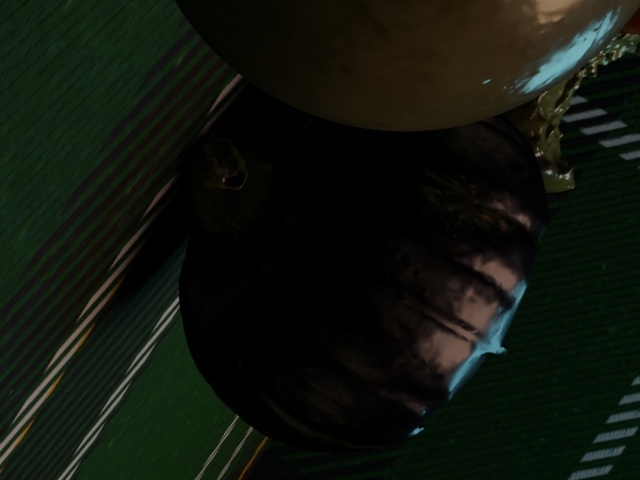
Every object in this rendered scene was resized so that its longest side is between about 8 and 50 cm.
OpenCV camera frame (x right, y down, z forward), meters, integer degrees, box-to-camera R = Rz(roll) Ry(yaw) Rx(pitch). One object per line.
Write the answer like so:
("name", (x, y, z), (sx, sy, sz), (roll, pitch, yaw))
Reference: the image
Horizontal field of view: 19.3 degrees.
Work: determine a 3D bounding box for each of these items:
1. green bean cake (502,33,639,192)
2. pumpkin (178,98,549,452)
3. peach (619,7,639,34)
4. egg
("green bean cake", (0.225, -0.196, 1.988), (0.236, 0.233, 0.124), (-57, 168, 1))
("pumpkin", (0.000, 0.000, 1.366), (0.296, 0.296, 0.296), (-56, 174, -9))
("peach", (0.335, -0.356, 1.787), (0.338, 0.281, 0.281), (-46, 171, -19))
("egg", (0.048, -0.177, 0.756), (0.218, 0.218, 0.295), (116, -1, -52))
